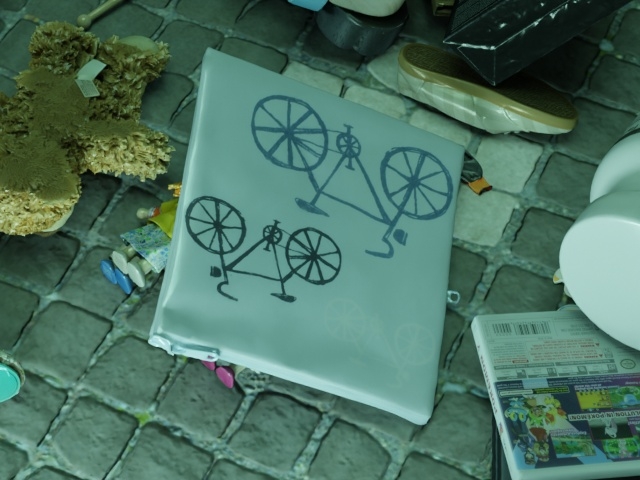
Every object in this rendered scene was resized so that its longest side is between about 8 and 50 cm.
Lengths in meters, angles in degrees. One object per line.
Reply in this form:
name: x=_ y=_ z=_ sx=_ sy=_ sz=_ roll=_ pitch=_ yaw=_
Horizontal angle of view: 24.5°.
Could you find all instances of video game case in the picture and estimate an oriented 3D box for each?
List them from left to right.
video game case: x=0.264 y=0.149 z=1.446 sx=0.201 sy=0.023 sz=0.183 roll=-2 pitch=54 yaw=-13

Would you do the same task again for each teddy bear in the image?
teddy bear: x=-0.286 y=-0.125 z=1.656 sx=0.245 sy=0.113 sz=0.338 roll=1 pitch=48 yaw=-6

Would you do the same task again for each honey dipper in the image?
honey dipper: x=-0.233 y=-0.307 z=1.813 sx=0.161 sy=0.030 sz=0.030 roll=-38 pitch=63 yaw=-20

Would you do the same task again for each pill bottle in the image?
pill bottle: x=0.403 y=-0.061 z=1.496 sx=0.210 sy=0.210 sz=0.363 roll=29 pitch=54 yaw=20

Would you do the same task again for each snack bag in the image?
snack bag: x=0.000 y=0.000 z=1.503 sx=0.323 sy=0.037 sz=0.342 roll=19 pitch=62 yaw=-22

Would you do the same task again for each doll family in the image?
doll family: x=-0.104 y=0.017 z=1.531 sx=0.163 sy=0.118 sz=0.263 roll=-39 pitch=63 yaw=-23

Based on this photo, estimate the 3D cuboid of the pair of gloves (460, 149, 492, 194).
pair of gloves: x=0.143 y=-0.070 z=1.652 sx=0.083 sy=0.010 sz=0.074 roll=-28 pitch=59 yaw=-18

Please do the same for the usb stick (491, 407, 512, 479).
usb stick: x=0.204 y=0.224 z=1.427 sx=0.077 sy=0.045 sz=0.278 roll=3 pitch=55 yaw=2

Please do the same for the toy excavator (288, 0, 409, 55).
toy excavator: x=-0.061 y=-0.486 z=1.731 sx=0.445 sy=0.222 sz=0.432 roll=17 pitch=53 yaw=-13

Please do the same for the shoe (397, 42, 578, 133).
shoe: x=0.189 y=-0.165 z=1.695 sx=0.219 sy=0.058 sz=0.076 roll=22 pitch=39 yaw=11

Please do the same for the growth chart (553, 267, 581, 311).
growth chart: x=0.331 y=0.097 z=1.529 sx=0.172 sy=0.021 sz=0.237 roll=0 pitch=55 yaw=2

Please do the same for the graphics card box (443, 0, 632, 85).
graphics card box: x=0.279 y=-0.371 z=1.682 sx=0.094 sy=0.233 sz=0.370 roll=39 pitch=45 yaw=-22

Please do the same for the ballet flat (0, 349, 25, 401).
ballet flat: x=-0.421 y=0.133 z=1.485 sx=0.241 sy=0.091 sz=0.077 roll=-7 pitch=33 yaw=-8

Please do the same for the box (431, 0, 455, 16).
box: x=0.210 y=-0.353 z=1.826 sx=0.165 sy=0.021 sz=0.201 roll=2 pitch=53 yaw=-9
